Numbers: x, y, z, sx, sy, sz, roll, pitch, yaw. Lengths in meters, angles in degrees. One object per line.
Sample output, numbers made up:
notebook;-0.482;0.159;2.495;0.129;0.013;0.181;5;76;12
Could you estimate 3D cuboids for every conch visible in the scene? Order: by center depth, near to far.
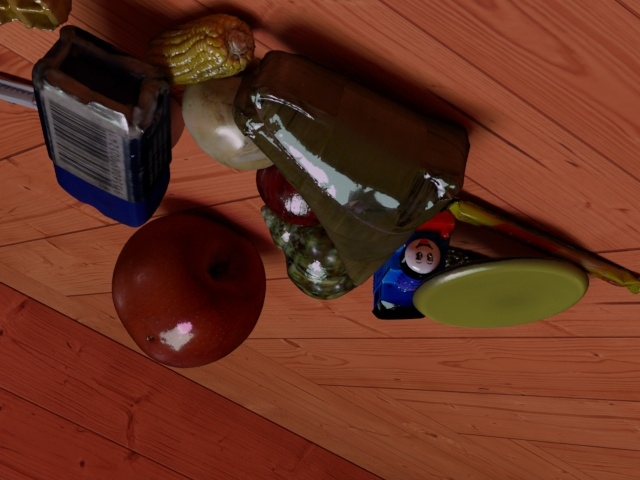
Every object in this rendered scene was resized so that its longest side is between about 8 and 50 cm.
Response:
conch;-0.003;0.001;2.025;0.181;0.124;0.187;62;179;-19

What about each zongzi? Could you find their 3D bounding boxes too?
zongzi;-0.005;-0.068;1.649;0.274;0.145;0.300;25;140;-12

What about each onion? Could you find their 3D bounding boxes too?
onion;-0.020;-0.079;1.826;0.131;0.131;0.131;21;164;6

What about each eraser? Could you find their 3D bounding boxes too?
eraser;-0.263;-0.133;1.761;0.155;0.101;0.332;29;159;7

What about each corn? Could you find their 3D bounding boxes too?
corn;-0.145;-0.218;1.636;0.072;0.072;0.203;32;162;-29

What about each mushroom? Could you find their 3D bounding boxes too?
mushroom;-0.101;-0.149;1.722;0.148;0.112;0.148;23;163;8

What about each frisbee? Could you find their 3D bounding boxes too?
frisbee;0.240;0.073;1.880;0.236;0.017;0.236;-3;156;-1

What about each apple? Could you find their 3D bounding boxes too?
apple;-0.219;0.083;2.370;0.260;0.260;0.216;32;138;-27

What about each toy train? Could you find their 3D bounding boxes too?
toy train;0.124;0.027;1.925;0.083;0.131;0.204;5;163;-6

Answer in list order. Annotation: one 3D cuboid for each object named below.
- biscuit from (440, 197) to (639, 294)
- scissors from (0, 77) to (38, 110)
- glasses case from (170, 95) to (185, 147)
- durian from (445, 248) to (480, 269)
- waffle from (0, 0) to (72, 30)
biscuit;0.293;0.006;1.836;0.292;0.026;0.048;23;169;-7
scissors;-0.396;-0.204;2.089;0.242;0.030;0.118;17;162;11
glasses case;-0.279;-0.176;1.931;0.196;0.083;0.050;19;164;19
durian;0.205;0.082;2.080;0.148;0.091;0.188;27;165;-12
waffle;-0.416;-0.329;1.586;0.229;0.057;0.219;8;152;14
